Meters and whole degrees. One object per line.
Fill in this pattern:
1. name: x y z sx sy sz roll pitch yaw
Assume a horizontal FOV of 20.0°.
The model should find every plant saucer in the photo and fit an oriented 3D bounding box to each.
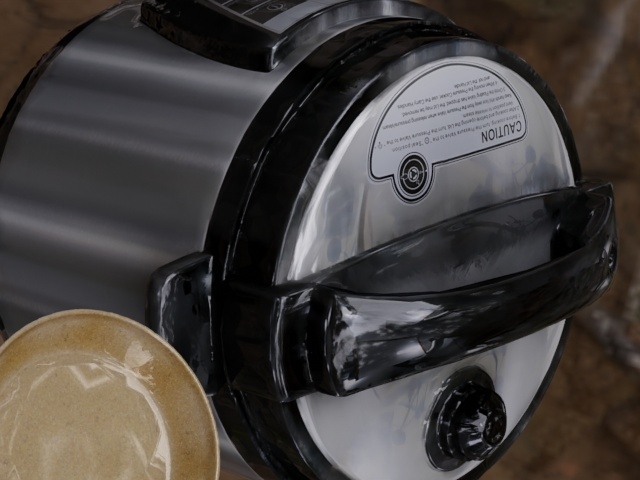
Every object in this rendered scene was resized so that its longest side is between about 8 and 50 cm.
1. plant saucer: -0.069 0.063 0.543 0.083 0.015 0.083 12 67 -31

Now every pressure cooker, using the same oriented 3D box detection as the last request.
1. pressure cooker: 0.001 0.005 1.354 0.370 0.420 0.375 -58 134 -17
